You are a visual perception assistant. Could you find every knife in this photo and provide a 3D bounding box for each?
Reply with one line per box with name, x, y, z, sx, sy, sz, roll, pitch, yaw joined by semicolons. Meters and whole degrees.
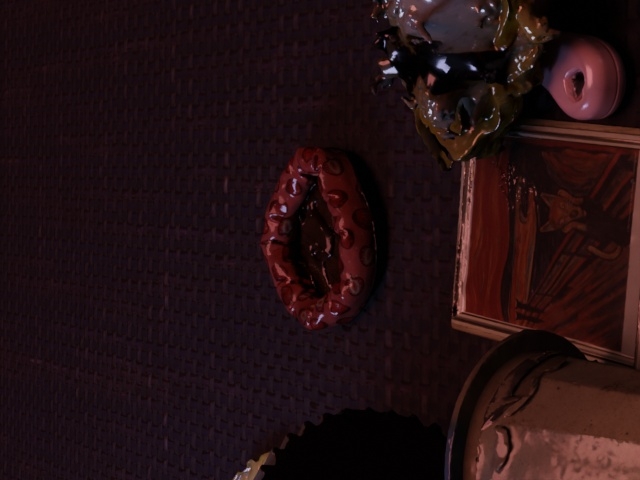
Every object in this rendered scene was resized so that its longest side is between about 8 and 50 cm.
knife;0.171;-0.177;1.411;0.336;0.043;0.081;-142;50;-57

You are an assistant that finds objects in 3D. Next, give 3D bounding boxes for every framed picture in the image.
framed picture;0.205;-0.001;1.366;0.273;0.016;0.216;12;101;56

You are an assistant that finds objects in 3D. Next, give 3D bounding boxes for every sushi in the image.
sushi;0.119;-0.164;1.297;0.139;0.131;0.291;59;163;32

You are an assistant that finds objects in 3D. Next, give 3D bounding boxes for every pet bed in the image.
pet bed;0.000;0.000;1.647;0.201;0.054;0.201;17;110;58

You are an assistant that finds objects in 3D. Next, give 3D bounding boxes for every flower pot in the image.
flower pot;0.239;0.174;1.181;0.203;0.212;0.212;-3;88;44

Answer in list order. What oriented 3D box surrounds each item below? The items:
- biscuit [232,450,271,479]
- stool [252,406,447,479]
biscuit;-0.047;0.335;1.741;0.273;0.036;0.187;-25;70;55
stool;0.014;0.367;1.427;0.330;0.297;0.297;-58;45;44
